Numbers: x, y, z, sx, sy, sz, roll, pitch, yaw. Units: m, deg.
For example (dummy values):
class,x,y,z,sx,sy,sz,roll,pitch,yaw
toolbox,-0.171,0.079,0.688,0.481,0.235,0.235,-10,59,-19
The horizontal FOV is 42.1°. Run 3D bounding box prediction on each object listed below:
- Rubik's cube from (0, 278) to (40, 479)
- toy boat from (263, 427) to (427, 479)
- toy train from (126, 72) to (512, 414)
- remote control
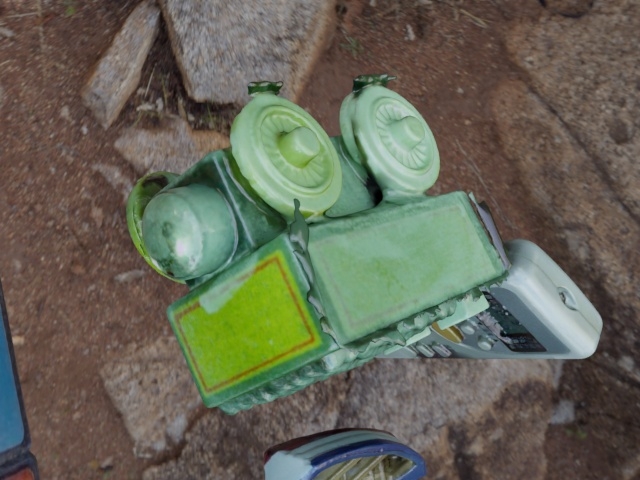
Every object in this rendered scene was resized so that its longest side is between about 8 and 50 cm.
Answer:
class,x,y,z,sx,sy,sz,roll,pitch,yaw
Rubik's cube,-0.379,0.181,0.488,0.314,0.318,0.316,-12,88,9
toy boat,0.027,0.175,0.650,0.080,0.046,0.229,-47,153,14
toy train,0.000,0.000,0.583,0.159,0.272,0.188,-31,81,38
remote control,0.107,0.064,0.793,0.140,0.296,0.056,44,58,-27
